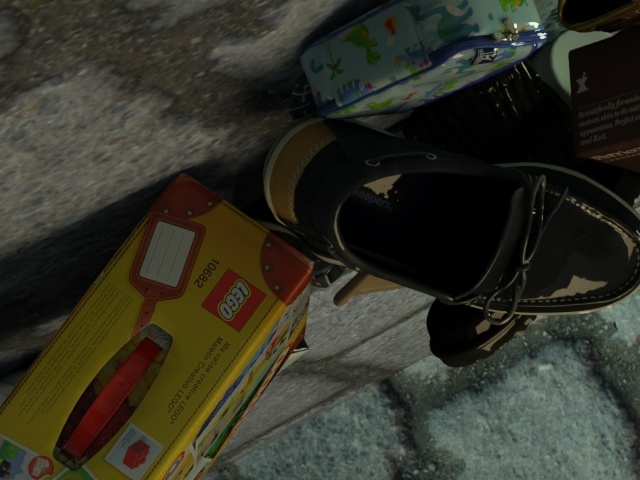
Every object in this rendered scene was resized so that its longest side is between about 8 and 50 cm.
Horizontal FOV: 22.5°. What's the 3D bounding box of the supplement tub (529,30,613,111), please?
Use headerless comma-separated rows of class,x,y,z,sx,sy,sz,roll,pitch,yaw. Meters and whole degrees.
supplement tub,0.306,-0.162,2.021,0.144,0.144,0.200,-20,160,-26

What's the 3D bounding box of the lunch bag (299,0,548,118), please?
lunch bag,0.106,-0.191,1.609,0.219,0.090,0.176,-21,175,40

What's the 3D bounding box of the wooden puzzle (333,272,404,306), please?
wooden puzzle,0.151,0.004,2.105,0.238,0.044,0.221,-13,160,-34

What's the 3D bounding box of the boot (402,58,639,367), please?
boot,0.183,-0.043,1.912,0.348,0.260,0.131,-49,-160,8

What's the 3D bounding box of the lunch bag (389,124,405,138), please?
lunch bag,0.118,-0.058,2.136,0.243,0.115,0.303,-29,163,11

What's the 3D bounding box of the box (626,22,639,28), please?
box,0.463,-0.236,2.042,0.029,0.162,0.116,-55,170,-9

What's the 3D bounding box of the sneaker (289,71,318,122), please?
sneaker,-0.003,-0.146,1.737,0.052,0.058,0.135,-4,146,6

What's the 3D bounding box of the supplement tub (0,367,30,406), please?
supplement tub,-0.356,0.266,2.284,0.191,0.191,0.272,-37,163,37

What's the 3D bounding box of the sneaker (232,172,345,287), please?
sneaker,0.018,0.004,1.911,0.086,0.226,0.163,-55,138,-11

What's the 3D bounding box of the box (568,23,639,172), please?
box,0.484,-0.148,1.878,0.381,0.143,0.191,12,162,-40

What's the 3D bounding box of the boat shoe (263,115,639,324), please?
boat shoe,0.174,-0.005,1.741,0.500,0.156,0.187,16,106,-30

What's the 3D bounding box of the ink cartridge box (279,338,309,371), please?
ink cartridge box,-0.164,0.164,2.325,0.065,0.165,0.332,-13,162,-48

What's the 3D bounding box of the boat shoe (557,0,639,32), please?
boat shoe,0.346,-0.296,1.688,0.104,0.111,0.307,-23,166,-21

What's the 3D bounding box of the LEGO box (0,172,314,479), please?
LEGO box,-0.229,0.216,1.898,0.500,0.193,0.372,-54,172,-14
